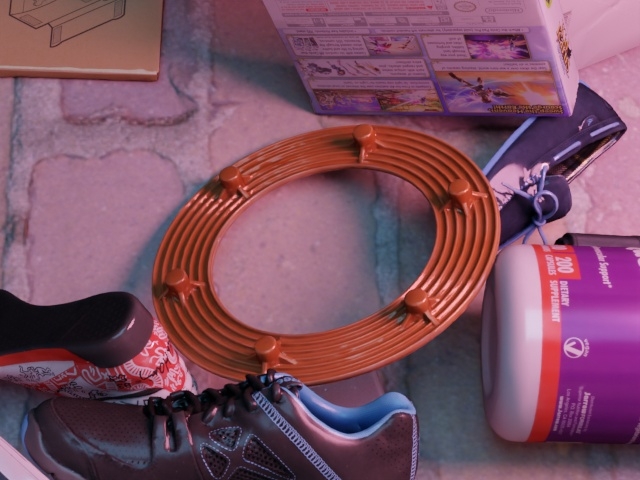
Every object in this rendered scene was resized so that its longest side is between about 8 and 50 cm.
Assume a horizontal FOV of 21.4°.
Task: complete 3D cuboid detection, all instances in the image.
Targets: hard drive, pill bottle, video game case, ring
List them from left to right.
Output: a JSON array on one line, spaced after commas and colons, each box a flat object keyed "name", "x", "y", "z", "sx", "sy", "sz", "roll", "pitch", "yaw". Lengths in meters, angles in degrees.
[{"name": "ring", "x": 0.000, "y": 0.000, "z": 1.579, "sx": 0.337, "sy": 0.032, "sz": 0.336, "roll": -10, "pitch": 44, "yaw": 10}, {"name": "hard drive", "x": 0.027, "y": 0.188, "z": 1.576, "sx": 0.094, "sy": 0.022, "sz": 0.135, "roll": -17, "pitch": 67, "yaw": -10}, {"name": "video game case", "x": 0.092, "y": -0.211, "z": 1.601, "sx": 0.269, "sy": 0.244, "sz": 0.061, "roll": 2, "pitch": 58, "yaw": 20}, {"name": "pill bottle", "x": 0.314, "y": 0.096, "z": 1.544, "sx": 0.323, "sy": 0.181, "sz": 0.181, "roll": 1, "pitch": 65, "yaw": -2}]

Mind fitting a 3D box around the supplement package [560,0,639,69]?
[{"name": "supplement package", "x": 0.233, "y": -0.333, "z": 1.723, "sx": 0.198, "sy": 0.199, "sz": 0.262, "roll": -22, "pitch": 64, "yaw": -12}]

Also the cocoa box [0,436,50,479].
[{"name": "cocoa box", "x": -0.407, "y": 0.287, "z": 1.398, "sx": 0.231, "sy": 0.228, "sz": 0.347, "roll": 39, "pitch": 70, "yaw": 15}]

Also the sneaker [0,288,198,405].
[{"name": "sneaker", "x": -0.238, "y": 0.120, "z": 1.558, "sx": 0.270, "sy": 0.145, "sz": 0.090, "roll": -3, "pitch": 46, "yaw": 35}]

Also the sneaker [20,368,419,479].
[{"name": "sneaker", "x": -0.081, "y": 0.164, "z": 1.445, "sx": 0.341, "sy": 0.139, "sz": 0.125, "roll": 11, "pitch": 20, "yaw": -13}]

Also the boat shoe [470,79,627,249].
[{"name": "boat shoe", "x": 0.212, "y": -0.057, "z": 1.653, "sx": 0.089, "sy": 0.109, "sz": 0.258, "roll": 35, "pitch": 71, "yaw": 14}]

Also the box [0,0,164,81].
[{"name": "box", "x": -0.264, "y": -0.243, "z": 1.764, "sx": 0.201, "sy": 0.021, "sz": 0.164, "roll": 2, "pitch": 65, "yaw": -1}]

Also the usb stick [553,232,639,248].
[{"name": "usb stick", "x": 0.367, "y": 0.019, "z": 1.642, "sx": 0.278, "sy": 0.077, "sz": 0.045, "roll": 2, "pitch": 88, "yaw": -2}]
